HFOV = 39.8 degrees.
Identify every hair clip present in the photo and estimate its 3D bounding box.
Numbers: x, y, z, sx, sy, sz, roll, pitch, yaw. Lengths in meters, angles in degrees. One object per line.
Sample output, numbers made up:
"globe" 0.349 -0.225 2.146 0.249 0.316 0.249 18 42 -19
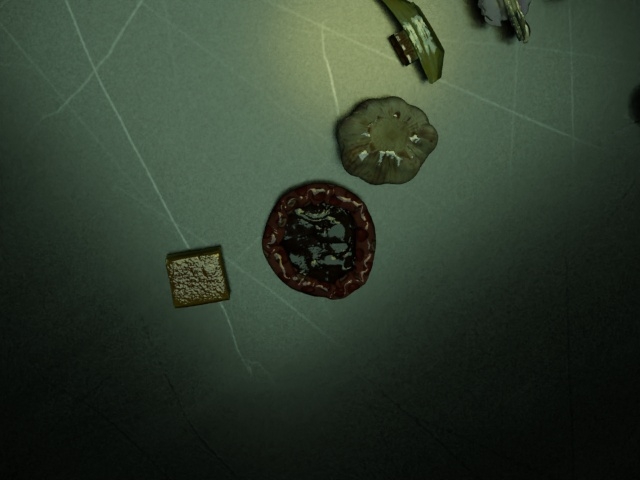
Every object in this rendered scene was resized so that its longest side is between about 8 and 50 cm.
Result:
"hair clip" 0.268 -0.444 1.366 0.106 0.085 0.292 -31 109 -33

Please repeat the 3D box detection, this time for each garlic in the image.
"garlic" 0.101 -0.156 1.412 0.159 0.102 0.147 -25 87 -10

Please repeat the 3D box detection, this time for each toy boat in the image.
"toy boat" 0.142 -0.327 1.401 0.066 0.065 0.172 -28 99 22

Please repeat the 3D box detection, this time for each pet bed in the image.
"pet bed" 0.000 0.000 1.460 0.201 0.053 0.201 0 95 -2

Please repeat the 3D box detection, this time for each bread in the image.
"bread" -0.203 0.063 1.469 0.095 0.035 0.090 -9 102 -1
